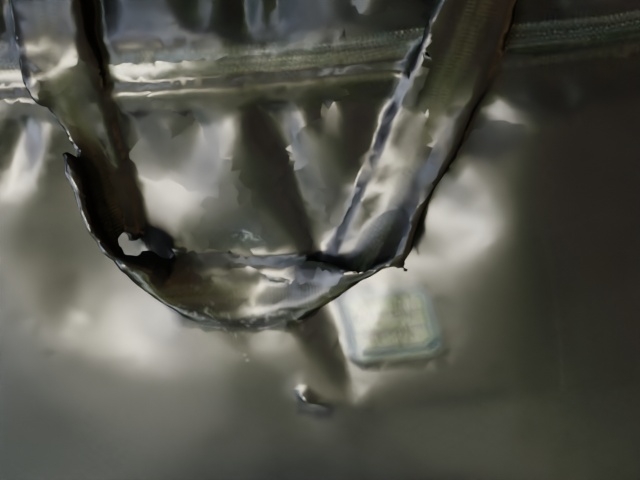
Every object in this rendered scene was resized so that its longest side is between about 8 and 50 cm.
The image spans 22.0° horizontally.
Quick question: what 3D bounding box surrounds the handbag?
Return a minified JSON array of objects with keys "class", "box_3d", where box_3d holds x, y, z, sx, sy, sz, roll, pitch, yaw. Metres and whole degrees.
[{"class":"handbag","box_3d":[0.000,0.000,0.417,0.089,0.254,0.211,-72,-25,-62]}]
